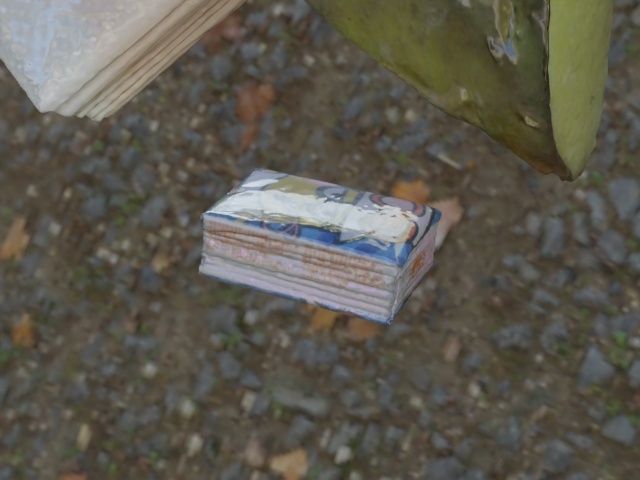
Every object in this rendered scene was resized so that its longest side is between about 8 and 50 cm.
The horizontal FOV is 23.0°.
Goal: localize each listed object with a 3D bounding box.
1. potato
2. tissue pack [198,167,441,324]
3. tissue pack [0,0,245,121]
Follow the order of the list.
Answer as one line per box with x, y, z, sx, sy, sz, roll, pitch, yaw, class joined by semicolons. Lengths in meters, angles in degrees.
0.072;-0.189;1.107;0.255;0.112;0.269;13;105;32;potato
0.000;0.000;1.172;0.155;0.115;0.065;13;115;16;tissue pack
-0.025;-0.209;0.612;0.325;0.071;0.170;-38;81;16;tissue pack
